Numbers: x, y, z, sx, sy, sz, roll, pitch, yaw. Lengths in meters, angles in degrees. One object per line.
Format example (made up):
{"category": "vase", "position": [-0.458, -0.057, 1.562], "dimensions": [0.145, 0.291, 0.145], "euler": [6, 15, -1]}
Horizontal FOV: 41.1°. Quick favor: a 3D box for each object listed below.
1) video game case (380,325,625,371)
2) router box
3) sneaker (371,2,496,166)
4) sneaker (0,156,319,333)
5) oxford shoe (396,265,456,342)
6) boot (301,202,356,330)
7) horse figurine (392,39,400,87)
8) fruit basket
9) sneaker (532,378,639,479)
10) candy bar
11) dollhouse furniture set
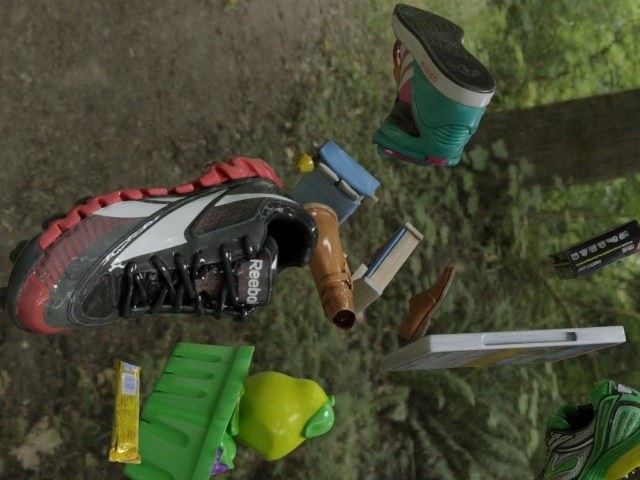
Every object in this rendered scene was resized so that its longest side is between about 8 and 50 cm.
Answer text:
{"category": "video game case", "position": [0.249, 0.155, 1.207], "dimensions": [0.204, 0.285, 0.025], "euler": [131, -44, -69]}
{"category": "router box", "position": [0.338, 0.013, 1.048], "dimensions": [0.122, 0.092, 0.038], "euler": [32, 35, -82]}
{"category": "sneaker", "position": [0.136, -0.194, 1.157], "dimensions": [0.295, 0.124, 0.178], "euler": [-101, -152, -54]}
{"category": "sneaker", "position": [-0.111, 0.014, 0.682], "dimensions": [0.276, 0.135, 0.097], "euler": [-23, 136, -39]}
{"category": "oxford shoe", "position": [0.253, 0.140, 2.026], "dimensions": [0.212, 0.076, 0.076], "euler": [-56, 165, -12]}
{"category": "boot", "position": [0.011, 0.041, 1.311], "dimensions": [0.197, 0.073, 0.152], "euler": [54, 21, -56]}
{"category": "horse figurine", "position": [0.234, -0.347, 1.880], "dimensions": [0.263, 0.066, 0.174], "euler": [51, 54, -9]}
{"category": "fruit basket", "position": [-0.170, 0.376, 1.745], "dimensions": [0.392, 0.392, 0.283], "euler": [-44, 156, -71]}
{"category": "sneaker", "position": [0.421, 0.349, 1.416], "dimensions": [0.134, 0.146, 0.343], "euler": [-38, 164, -55]}
{"category": "candy bar", "position": [-0.254, 0.220, 1.115], "dimensions": [0.018, 0.040, 0.161], "euler": [-59, -152, 34]}
{"category": "dollhouse furniture set", "position": [0.000, 0.000, 1.763], "dimensions": [0.303, 0.286, 0.198], "euler": [43, 49, -1]}
